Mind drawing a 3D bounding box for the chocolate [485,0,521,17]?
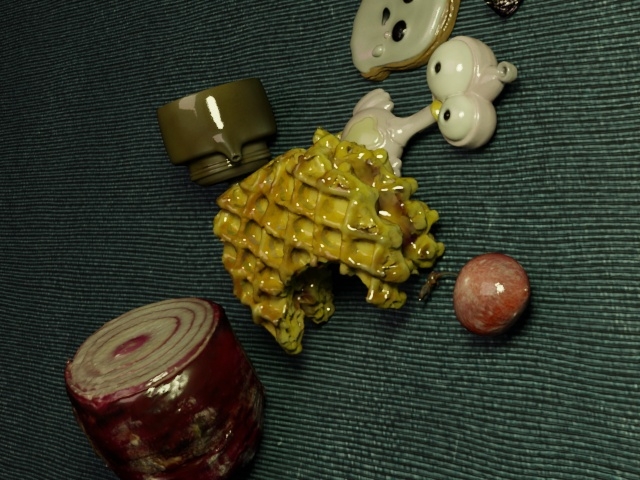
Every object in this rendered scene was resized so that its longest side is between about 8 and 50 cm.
[{"bbox_3d":[0.279,-0.371,1.804,0.072,0.070,0.147,51,120,17],"label":"chocolate"}]

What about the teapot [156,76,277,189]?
[{"bbox_3d":[-0.160,-0.157,2.191,0.268,0.186,0.175,178,77,-82],"label":"teapot"}]

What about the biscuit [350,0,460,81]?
[{"bbox_3d":[0.120,-0.336,2.000,0.208,0.049,0.181,-7,71,52],"label":"biscuit"}]

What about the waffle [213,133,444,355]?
[{"bbox_3d":[0.000,0.000,1.869,0.324,0.151,0.261,-27,91,39],"label":"waffle"}]

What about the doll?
[{"bbox_3d":[0.134,-0.167,1.873,0.365,0.094,0.160,-28,57,43],"label":"doll"}]

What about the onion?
[{"bbox_3d":[-0.212,0.247,2.003,0.282,0.260,0.337,-34,23,-15],"label":"onion"}]

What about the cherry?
[{"bbox_3d":[0.194,0.073,1.709,0.225,0.090,0.107,162,116,-63],"label":"cherry"}]
